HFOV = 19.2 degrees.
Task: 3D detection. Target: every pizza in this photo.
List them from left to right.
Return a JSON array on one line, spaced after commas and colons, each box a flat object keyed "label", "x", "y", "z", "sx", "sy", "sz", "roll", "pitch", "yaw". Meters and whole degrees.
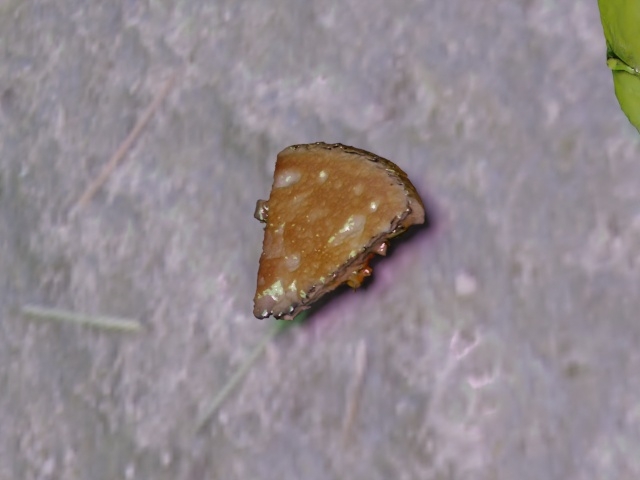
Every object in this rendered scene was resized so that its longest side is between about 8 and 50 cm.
[{"label": "pizza", "x": 0.001, "y": 0.000, "z": 0.725, "sx": 0.083, "sy": 0.025, "sz": 0.078, "roll": 30, "pitch": 85, "yaw": 47}]

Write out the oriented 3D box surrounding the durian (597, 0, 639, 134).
[{"label": "durian", "x": 0.171, "y": -0.150, "z": 0.618, "sx": 0.250, "sy": 0.101, "sz": 0.139, "roll": -42, "pitch": 52, "yaw": 14}]
